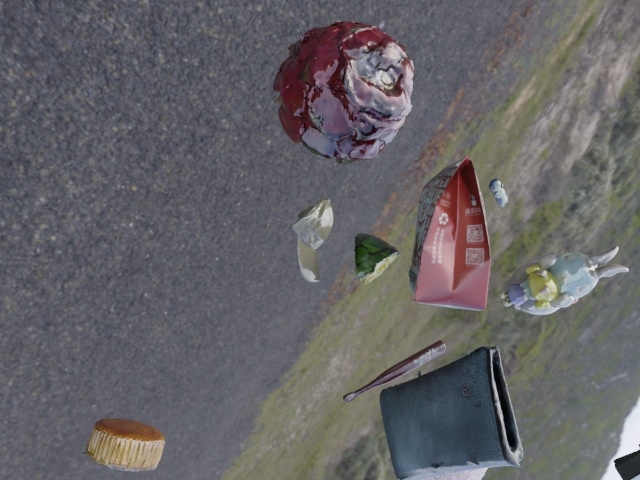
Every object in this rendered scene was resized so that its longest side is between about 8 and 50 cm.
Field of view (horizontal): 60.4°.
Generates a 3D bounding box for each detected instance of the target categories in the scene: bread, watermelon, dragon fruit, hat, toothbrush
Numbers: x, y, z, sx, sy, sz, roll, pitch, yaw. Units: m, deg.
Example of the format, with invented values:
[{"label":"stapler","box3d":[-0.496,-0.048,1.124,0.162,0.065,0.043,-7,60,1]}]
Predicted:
[{"label":"bread","box3d":[-0.523,0.545,1.486,0.199,0.199,0.104,42,64,-69]},{"label":"watermelon","box3d":[0.130,0.053,1.438,0.129,0.123,0.301,-61,169,-4]},{"label":"dragon fruit","box3d":[0.055,-0.327,1.226,0.329,0.329,0.329,-40,157,-21]},{"label":"hat","box3d":[0.000,0.000,1.366,0.144,0.173,0.166,-30,-169,11]},{"label":"toothbrush","box3d":[0.226,0.393,1.645,0.364,0.041,0.040,-24,151,-20]}]

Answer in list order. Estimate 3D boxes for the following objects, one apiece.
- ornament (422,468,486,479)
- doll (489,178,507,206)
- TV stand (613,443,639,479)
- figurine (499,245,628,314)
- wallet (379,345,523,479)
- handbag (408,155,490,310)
[{"label":"ornament","box3d":[0.340,0.579,1.512,0.260,0.225,0.259,-28,153,-16]},{"label":"doll","box3d":[0.505,-0.133,1.551,0.037,0.027,0.125,-53,136,-3]},{"label":"TV stand","box3d":[0.529,0.265,0.766,0.049,0.040,0.256,14,127,-32]},{"label":"figurine","box3d":[0.516,0.082,1.184,0.155,0.127,0.235,2,158,-20]},{"label":"wallet","box3d":[0.216,0.331,1.005,0.046,0.190,0.379,4,152,-21]},{"label":"handbag","box3d":[0.273,-0.019,1.115,0.171,0.151,0.297,-47,145,-82]}]
